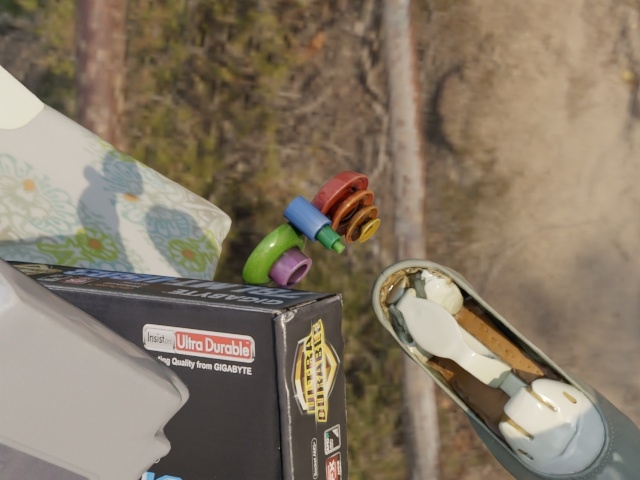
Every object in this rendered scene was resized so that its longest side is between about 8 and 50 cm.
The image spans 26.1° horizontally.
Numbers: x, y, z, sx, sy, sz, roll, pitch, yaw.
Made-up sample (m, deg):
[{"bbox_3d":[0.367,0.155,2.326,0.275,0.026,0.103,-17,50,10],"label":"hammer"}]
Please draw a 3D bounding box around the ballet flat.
[{"bbox_3d":[0.108,0.089,0.816,0.213,0.068,0.072,43,97,25],"label":"ballet flat"}]

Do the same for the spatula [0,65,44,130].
[{"bbox_3d":[-0.334,-0.119,1.001,0.019,0.242,0.168,-15,38,54],"label":"spatula"}]

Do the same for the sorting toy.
[{"bbox_3d":[0.000,0.000,0.854,0.102,0.061,0.042,-44,72,-9],"label":"sorting toy"}]

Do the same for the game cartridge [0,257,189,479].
[{"bbox_3d":[-0.187,0.128,0.475,0.294,0.196,0.060,-45,68,-3],"label":"game cartridge"}]

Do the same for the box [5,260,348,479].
[{"bbox_3d":[-0.117,0.169,0.887,0.295,0.073,0.293,5,102,34],"label":"box"}]

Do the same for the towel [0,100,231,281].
[{"bbox_3d":[-0.251,0.000,1.219,0.090,0.320,0.374,-51,13,26],"label":"towel"}]
